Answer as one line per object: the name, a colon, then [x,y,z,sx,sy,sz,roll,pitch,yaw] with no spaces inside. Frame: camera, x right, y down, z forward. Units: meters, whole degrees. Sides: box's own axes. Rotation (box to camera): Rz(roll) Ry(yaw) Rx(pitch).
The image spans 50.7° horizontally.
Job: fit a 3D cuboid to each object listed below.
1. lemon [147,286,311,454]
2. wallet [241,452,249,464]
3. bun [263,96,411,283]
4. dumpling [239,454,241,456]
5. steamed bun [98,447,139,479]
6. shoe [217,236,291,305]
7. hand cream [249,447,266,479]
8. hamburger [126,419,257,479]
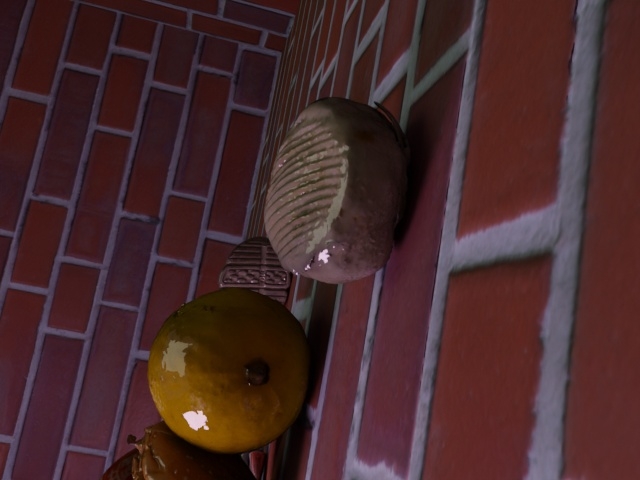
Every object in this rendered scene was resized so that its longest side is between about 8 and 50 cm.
lemon: [-0.154,0.219,1.158,0.297,0.296,0.297,-168,90,-80]
wallet: [-0.190,0.526,1.727,0.061,0.025,0.122,122,158,-80]
bun: [0.026,-0.063,0.854,0.239,0.141,0.239,-25,59,50]
dumpling: [-0.145,0.354,1.389,0.250,0.132,0.162,-64,0,-7]
steamed bun: [-0.346,0.586,1.487,0.374,0.374,0.242,-99,1,-64]
shoe: [-0.183,0.158,1.697,0.198,0.171,0.351,-142,66,-82]
hand cream: [-0.133,0.519,1.408,0.052,0.038,0.216,75,-170,-54]
hamburger: [-0.212,0.457,1.178,0.170,0.314,0.290,-41,20,1]
